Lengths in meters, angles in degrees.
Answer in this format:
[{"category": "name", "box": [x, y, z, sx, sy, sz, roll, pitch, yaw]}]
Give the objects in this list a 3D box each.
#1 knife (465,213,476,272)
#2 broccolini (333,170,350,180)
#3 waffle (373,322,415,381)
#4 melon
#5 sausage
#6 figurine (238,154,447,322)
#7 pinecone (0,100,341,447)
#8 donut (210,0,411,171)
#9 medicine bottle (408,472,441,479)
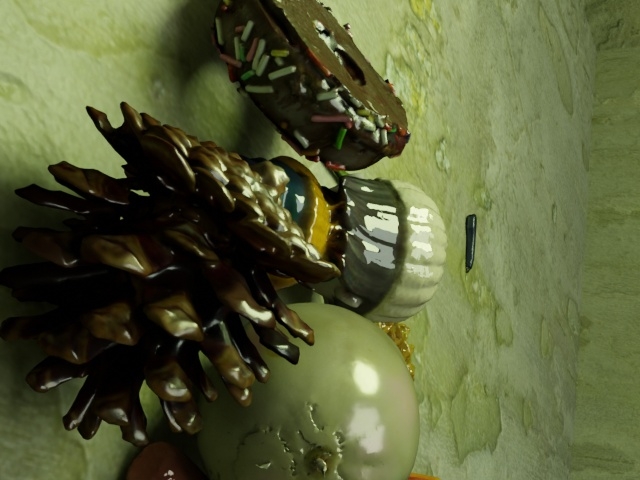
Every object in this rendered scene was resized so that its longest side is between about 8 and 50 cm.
[{"category": "knife", "box": [0.307, 0.006, 1.703, 0.031, 0.018, 0.121, 21, 71, -68]}, {"category": "broccolini", "box": [0.062, -0.070, 1.217, 0.218, 0.042, 0.044, 51, 45, -47]}, {"category": "waffle", "box": [0.088, 0.204, 1.244, 0.228, 0.051, 0.231, 55, 42, -47]}, {"category": "melon", "box": [-0.012, 0.174, 0.840, 0.317, 0.223, 0.223, -69, 156, -86]}, {"category": "sausage", "box": [-0.130, 0.254, 0.811, 0.154, 0.062, 0.062, 62, 38, -41]}, {"category": "figurine", "box": [0.019, -0.002, 0.953, 0.332, 0.204, 0.185, 23, 71, -60]}, {"category": "pinecone", "box": [-0.125, 0.034, 0.644, 0.264, 0.264, 0.264, 4, 86, -62]}, {"category": "donut", "box": [-0.011, -0.181, 0.910, 0.270, 0.103, 0.269, 42, 22, -22]}, {"category": "medicine bottle", "box": [0.086, 0.430, 1.124, 0.112, 0.149, 0.222, 65, 36, -37]}]
